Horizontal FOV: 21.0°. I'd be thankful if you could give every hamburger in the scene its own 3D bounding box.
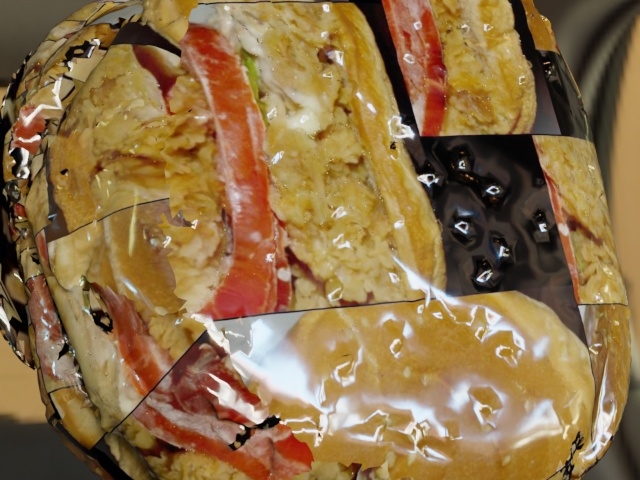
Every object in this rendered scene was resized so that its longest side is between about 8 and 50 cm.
[{"bbox_3d":[0.000,0.000,0.561,0.231,0.231,0.107,0,-22,-37],"label":"hamburger"}]
